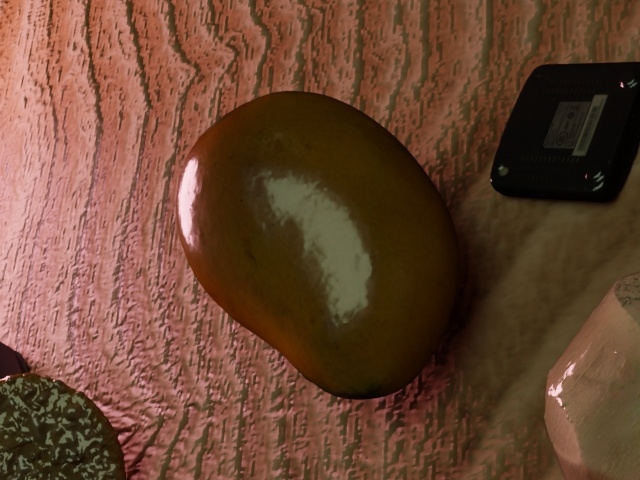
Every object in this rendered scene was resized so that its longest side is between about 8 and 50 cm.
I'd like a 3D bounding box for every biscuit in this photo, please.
[{"bbox_3d":[-0.275,0.233,1.338,0.220,0.033,0.219,-2,83,14],"label":"biscuit"}]

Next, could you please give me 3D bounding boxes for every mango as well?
[{"bbox_3d":[0.000,0.000,1.217,0.211,0.173,0.317,-47,49,8],"label":"mango"}]

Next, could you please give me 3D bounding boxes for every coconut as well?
[{"bbox_3d":[0.231,0.116,0.948,0.183,0.171,0.171,-63,38,24],"label":"coconut"}]

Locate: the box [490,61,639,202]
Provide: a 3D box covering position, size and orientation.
[{"bbox_3d":[0.205,-0.092,1.196,0.125,0.027,0.126,5,67,44],"label":"box"}]

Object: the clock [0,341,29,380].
[{"bbox_3d":[-0.353,0.202,1.463,0.144,0.073,0.193,-45,43,10],"label":"clock"}]
